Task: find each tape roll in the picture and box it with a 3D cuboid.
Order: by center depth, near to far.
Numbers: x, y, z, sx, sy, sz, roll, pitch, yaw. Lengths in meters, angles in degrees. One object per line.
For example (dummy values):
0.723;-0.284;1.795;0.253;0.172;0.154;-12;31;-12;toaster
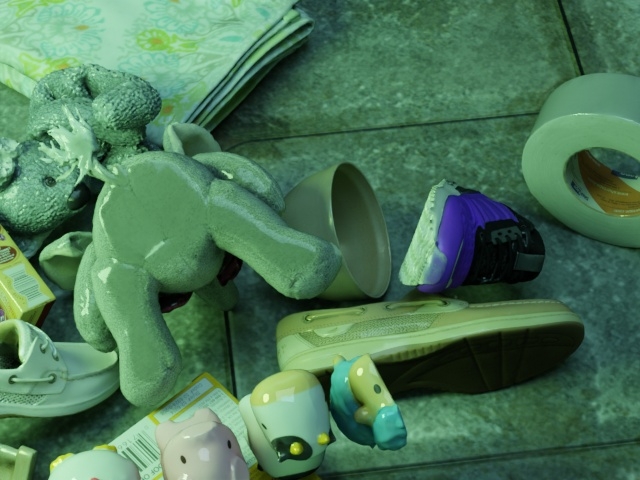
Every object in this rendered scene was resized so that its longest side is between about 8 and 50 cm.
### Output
0.348;-0.091;1.878;0.219;0.219;0.072;19;54;15;tape roll

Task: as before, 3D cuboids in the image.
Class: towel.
-0.240;-0.279;2.115;0.374;0.090;0.320;29;56;21;towel

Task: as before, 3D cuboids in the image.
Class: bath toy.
-0.096;0.217;1.573;0.348;0.151;0.129;-20;48;-12;bath toy

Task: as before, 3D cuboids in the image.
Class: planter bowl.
0.000;0.000;1.862;0.109;0.162;0.162;-15;48;22;planter bowl

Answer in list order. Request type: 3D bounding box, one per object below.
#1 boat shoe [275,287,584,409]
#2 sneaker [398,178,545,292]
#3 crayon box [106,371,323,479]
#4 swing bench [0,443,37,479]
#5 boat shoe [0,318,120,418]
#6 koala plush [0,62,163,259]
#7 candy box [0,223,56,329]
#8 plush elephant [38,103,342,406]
0.120;0.100;1.789;0.341;0.121;0.110;-8;53;-4;boat shoe
0.182;0.004;1.809;0.146;0.102;0.293;22;16;6;sneaker
-0.088;0.308;1.649;0.203;0.083;0.323;-36;59;-25;crayon box
-0.462;0.262;1.613;0.253;0.255;0.165;17;96;15;swing bench
-0.321;0.131;1.717;0.098;0.096;0.277;27;23;39;boat shoe
-0.312;-0.084;1.909;0.203;0.196;0.221;23;55;31;koala plush
-0.383;0.034;1.821;0.053;0.109;0.186;-26;69;-42;candy box
-0.169;0.001;1.800;0.272;0.255;0.330;-41;84;0;plush elephant
